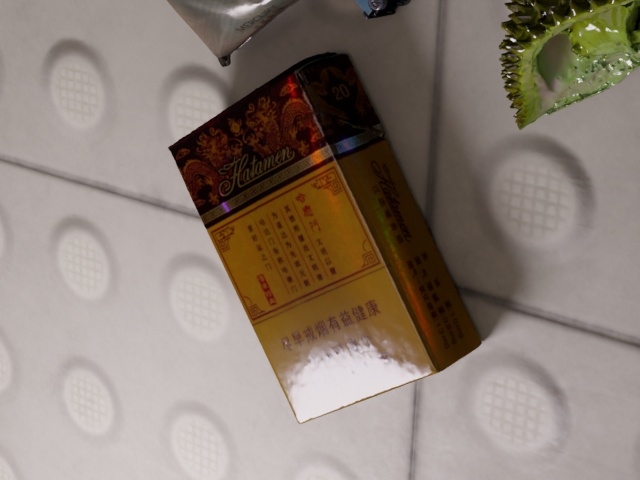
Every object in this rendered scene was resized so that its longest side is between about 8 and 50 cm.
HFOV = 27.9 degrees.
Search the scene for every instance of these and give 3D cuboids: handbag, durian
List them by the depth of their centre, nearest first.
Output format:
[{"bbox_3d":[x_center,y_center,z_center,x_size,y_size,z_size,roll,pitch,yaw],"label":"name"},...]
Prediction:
[{"bbox_3d":[0.319,-0.253,1.341,0.355,0.157,0.169,-20,128,41],"label":"durian"},{"bbox_3d":[-0.099,-0.342,1.599,0.182,0.117,0.270,44,135,-18],"label":"handbag"}]

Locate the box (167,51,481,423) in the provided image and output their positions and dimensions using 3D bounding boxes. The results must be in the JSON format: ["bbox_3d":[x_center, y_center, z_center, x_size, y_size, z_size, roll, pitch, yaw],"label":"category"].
[{"bbox_3d":[-0.001,0.000,1.645,0.264,0.116,0.415,-27,88,42],"label":"box"}]

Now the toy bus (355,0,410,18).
[{"bbox_3d":[0.084,-0.326,1.504,0.075,0.060,0.123,53,131,15],"label":"toy bus"}]
